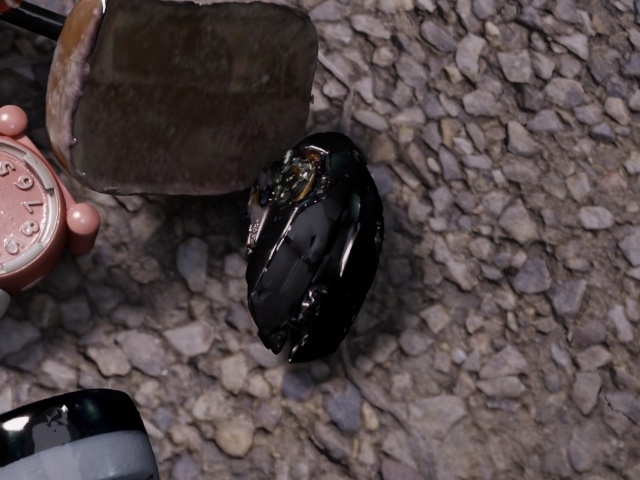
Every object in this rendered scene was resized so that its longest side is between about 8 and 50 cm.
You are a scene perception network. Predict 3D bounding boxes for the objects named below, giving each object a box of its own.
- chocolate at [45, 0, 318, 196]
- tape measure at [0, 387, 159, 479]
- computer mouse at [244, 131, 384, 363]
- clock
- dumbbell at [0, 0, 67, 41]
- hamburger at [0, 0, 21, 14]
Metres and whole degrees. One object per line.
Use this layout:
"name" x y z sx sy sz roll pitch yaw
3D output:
"chocolate" -0.128 -0.136 1.524 0.303 0.100 0.185 -2 106 -48
"tape measure" -0.220 0.189 1.330 0.182 0.181 0.107 -13 73 -29
"computer mouse" 0.000 0.000 1.566 0.146 0.077 0.241 27 64 -25
"clock" -0.296 -0.014 1.466 0.162 0.093 0.166 -34 82 -24
"dumbbell" -0.278 -0.210 1.567 0.254 0.110 0.110 21 58 -5
"hamburger" -0.394 -0.221 1.423 0.295 0.227 0.151 -32 54 6
